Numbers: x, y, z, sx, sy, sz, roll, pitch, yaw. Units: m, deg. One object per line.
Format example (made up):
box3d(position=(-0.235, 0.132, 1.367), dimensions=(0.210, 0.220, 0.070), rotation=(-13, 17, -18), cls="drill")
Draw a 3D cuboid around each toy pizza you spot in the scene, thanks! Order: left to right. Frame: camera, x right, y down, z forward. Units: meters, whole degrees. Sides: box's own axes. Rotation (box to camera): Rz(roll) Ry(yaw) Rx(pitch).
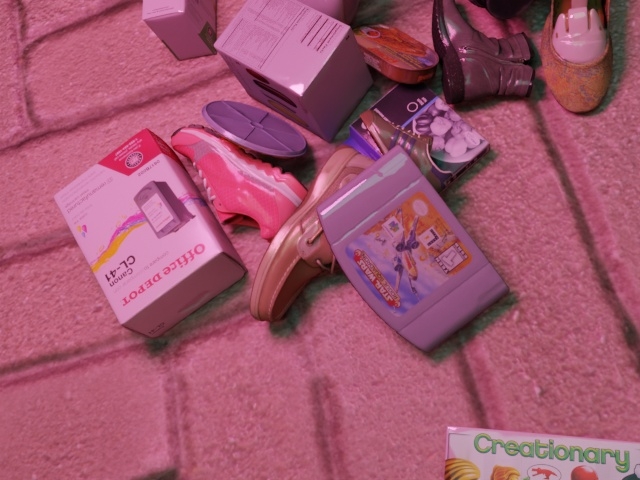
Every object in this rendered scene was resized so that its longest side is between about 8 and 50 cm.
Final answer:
box3d(position=(-0.120, -0.194, 1.350), dimensions=(0.201, 0.201, 0.032), rotation=(36, 118, 23), cls="toy pizza")

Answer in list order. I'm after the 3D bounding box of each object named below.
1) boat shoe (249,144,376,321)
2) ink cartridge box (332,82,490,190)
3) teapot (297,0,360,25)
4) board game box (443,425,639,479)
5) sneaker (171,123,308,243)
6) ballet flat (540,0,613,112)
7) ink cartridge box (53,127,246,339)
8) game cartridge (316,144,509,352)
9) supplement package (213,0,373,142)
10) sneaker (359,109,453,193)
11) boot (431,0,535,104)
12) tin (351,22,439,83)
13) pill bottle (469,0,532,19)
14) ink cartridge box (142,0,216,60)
box3d(position=(0.000, 0.000, 1.272), dimensions=(0.110, 0.121, 0.341), rotation=(29, 84, 18), cls="boat shoe")
box3d(position=(0.153, -0.163, 1.327), dimensions=(0.208, 0.045, 0.206), rotation=(-42, 67, 0), cls="ink cartridge box")
box3d(position=(-0.021, -0.513, 1.376), dimensions=(0.187, 0.256, 0.253), rotation=(13, 68, 9), cls="teapot")
box3d(position=(0.332, 0.381, 1.088), dimensions=(0.305, 0.053, 0.193), rotation=(1, 72, 16), cls="board game box")
box3d(position=(-0.169, -0.103, 1.359), dimensions=(0.313, 0.116, 0.136), rotation=(29, 83, 22), cls="sneaker")
box3d(position=(0.443, -0.395, 1.285), dimensions=(0.123, 0.123, 0.349), rotation=(4, 73, 17), cls="ballet flat")
box3d(position=(-0.310, -0.014, 1.361), dimensions=(0.226, 0.131, 0.306), rotation=(-36, 65, 2), cls="ink cartridge box")
box3d(position=(0.138, 0.022, 1.202), dimensions=(0.198, 0.062, 0.297), rotation=(-38, 92, -3), cls="game cartridge")
box3d(position=(-0.043, -0.315, 1.351), dimensions=(0.203, 0.194, 0.149), rotation=(33, 84, 23), cls="supplement package")
box3d(position=(0.150, -0.155, 1.267), dimensions=(0.086, 0.064, 0.192), rotation=(-33, 75, 5), cls="sneaker")
box3d(position=(0.290, -0.353, 1.347), dimensions=(0.161, 0.083, 0.247), rotation=(-7, 70, 0), cls="boot")
box3d(position=(0.130, -0.340, 1.362), dimensions=(0.106, 0.040, 0.189), rotation=(-21, 48, -34), cls="tin")
box3d(position=(0.292, -0.490, 1.325), dimensions=(0.122, 0.123, 0.219), rotation=(-25, 51, 6), cls="pill bottle")
box3d(position=(-0.277, -0.495, 1.498), dimensions=(0.093, 0.154, 0.213), rotation=(-6, 71, 15), cls="ink cartridge box")
